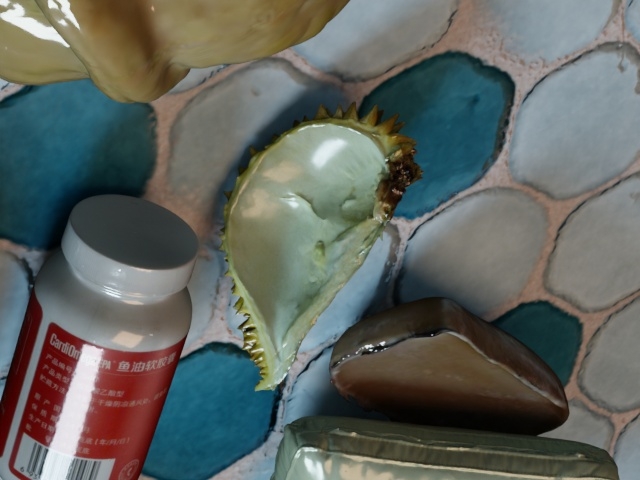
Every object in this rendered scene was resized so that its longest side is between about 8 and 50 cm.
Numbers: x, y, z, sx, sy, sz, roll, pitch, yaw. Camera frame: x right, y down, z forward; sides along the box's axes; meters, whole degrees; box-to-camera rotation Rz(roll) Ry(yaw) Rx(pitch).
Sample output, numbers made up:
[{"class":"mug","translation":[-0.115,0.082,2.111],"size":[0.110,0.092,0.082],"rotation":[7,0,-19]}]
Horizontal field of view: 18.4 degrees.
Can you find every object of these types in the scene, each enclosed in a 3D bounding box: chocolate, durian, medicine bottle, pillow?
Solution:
[{"class":"chocolate","translation":[0.122,0.116,1.855],"size":[0.161,0.083,0.261],"rotation":[-19,146,29]},{"class":"durian","translation":[0.000,0.000,1.647],"size":[0.252,0.139,0.144],"rotation":[-48,141,10]},{"class":"medicine bottle","translation":[-0.182,0.094,1.608],"size":[0.131,0.131,0.250],"rotation":[-1,125,-34]},{"class":"pillow","translation":[0.101,0.267,1.896],"size":[0.322,0.119,0.255],"rotation":[6,136,-11]}]

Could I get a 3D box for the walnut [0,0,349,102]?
[{"class":"walnut","translation":[-0.129,-0.266,1.201],"size":[0.381,0.381,0.381],"rotation":[-18,134,-20]}]
